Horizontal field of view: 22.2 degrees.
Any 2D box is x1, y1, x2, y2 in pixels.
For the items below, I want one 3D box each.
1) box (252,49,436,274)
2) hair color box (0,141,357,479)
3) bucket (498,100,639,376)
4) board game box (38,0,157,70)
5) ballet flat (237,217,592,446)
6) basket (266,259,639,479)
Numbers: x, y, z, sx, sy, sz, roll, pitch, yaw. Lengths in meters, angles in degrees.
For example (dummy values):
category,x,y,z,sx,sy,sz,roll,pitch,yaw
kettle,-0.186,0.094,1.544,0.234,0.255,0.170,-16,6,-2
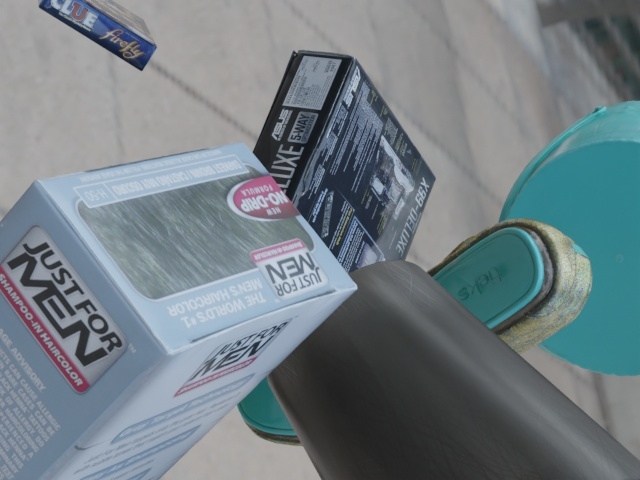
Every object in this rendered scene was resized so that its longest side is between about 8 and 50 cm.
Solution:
category,x,y,z,sx,sy,sz,roll,pitch,yaw
box,0.000,0.000,1.653,0.242,0.077,0.307,50,56,-52
hair color box,-0.171,0.113,0.912,0.113,0.374,0.185,52,29,12
bucket,0.318,0.003,1.669,0.183,0.281,0.281,-28,102,-68
board game box,-0.318,-0.318,2.285,0.165,0.042,0.243,31,8,-18
ballet flat,0.084,0.088,1.392,0.123,0.348,0.123,36,38,-34
basket,0.078,0.132,1.006,0.154,0.204,0.227,-8,48,-39
